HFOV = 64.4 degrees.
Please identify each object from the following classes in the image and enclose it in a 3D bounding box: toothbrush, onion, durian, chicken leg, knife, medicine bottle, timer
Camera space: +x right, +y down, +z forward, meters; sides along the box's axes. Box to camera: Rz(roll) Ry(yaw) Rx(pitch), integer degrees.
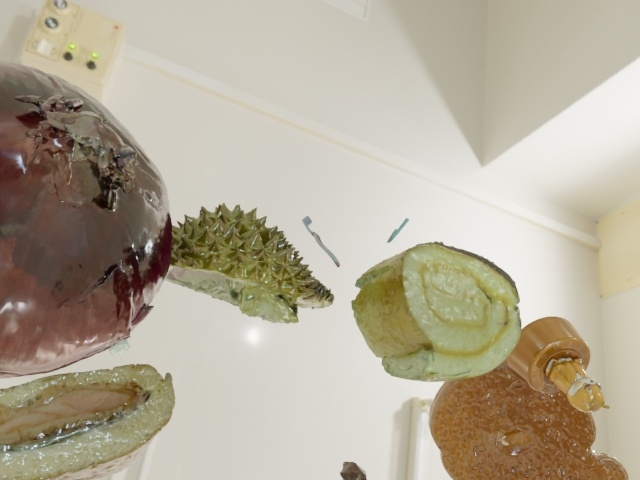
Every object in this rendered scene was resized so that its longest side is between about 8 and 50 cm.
[{"bbox_3d":[0.000,0.000,0.965,0.019,0.013,0.193,-43,-145,5],"label":"toothbrush"},{"bbox_3d":[-0.288,-0.048,0.511,0.285,0.347,0.347,-29,-138,33],"label":"onion"},{"bbox_3d":[-0.119,0.045,0.750,0.172,0.306,0.166,-91,-165,-64],"label":"durian"},{"bbox_3d":[0.101,0.627,1.149,0.093,0.113,0.304,-45,-151,11],"label":"chicken leg"},{"bbox_3d":[0.189,-0.024,1.252,0.091,0.014,0.005,-56,-178,37],"label":"knife"},{"bbox_3d":[-0.423,0.189,1.040,0.083,0.047,0.047,56,-48,29],"label":"medicine bottle"},{"bbox_3d":[0.399,0.217,0.822,0.132,0.132,0.152,-65,-159,18],"label":"timer"}]

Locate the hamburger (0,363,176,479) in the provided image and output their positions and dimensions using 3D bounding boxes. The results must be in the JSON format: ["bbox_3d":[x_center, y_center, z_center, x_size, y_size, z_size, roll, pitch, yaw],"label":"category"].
[{"bbox_3d":[-0.401,0.324,0.867,0.209,0.330,0.162,98,-24,-60],"label":"hamburger"}]

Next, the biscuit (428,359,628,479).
[{"bbox_3d":[0.448,0.462,1.152,0.350,0.455,0.078,-30,180,8],"label":"biscuit"}]

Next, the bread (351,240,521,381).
[{"bbox_3d":[0.175,0.106,0.728,0.124,0.257,0.186,-23,-118,57],"label":"bread"}]
